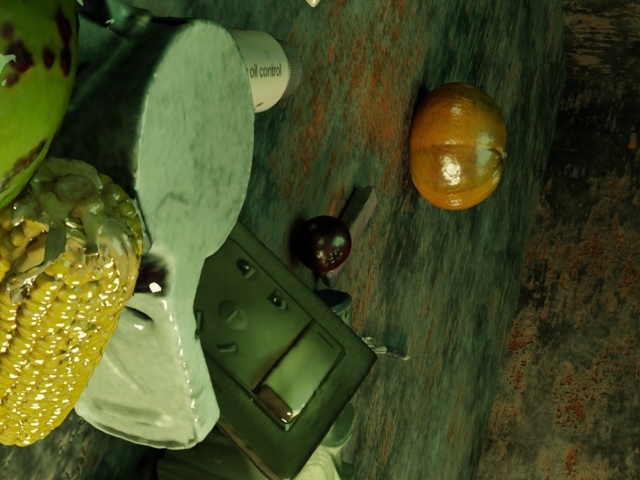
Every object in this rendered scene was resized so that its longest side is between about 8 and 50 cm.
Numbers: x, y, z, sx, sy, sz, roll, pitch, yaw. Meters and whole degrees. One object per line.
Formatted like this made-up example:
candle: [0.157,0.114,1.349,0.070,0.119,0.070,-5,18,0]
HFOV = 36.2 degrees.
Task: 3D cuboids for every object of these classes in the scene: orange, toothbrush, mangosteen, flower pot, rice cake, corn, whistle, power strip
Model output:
orange: [0.260,-0.174,1.818,0.240,0.171,0.240,7,90,-68]
toothbrush: [0.121,0.201,1.804,0.288,0.024,0.026,28,57,-67]
mangosteen: [0.001,0.002,1.343,0.081,0.081,0.081,8,90,-70]
flower pot: [-0.070,0.330,1.142,0.254,0.164,0.367,-38,132,-55]
rice cake: [0.041,-0.010,1.491,0.207,0.036,0.047,-61,141,-44]
corn: [-0.188,0.059,0.662,0.106,0.106,0.293,-63,-178,-42]
whistle: [-0.165,-0.007,0.755,0.188,0.168,0.405,-27,122,-66]
power strip: [-0.083,0.110,1.017,0.092,0.251,0.257,-52,176,31]

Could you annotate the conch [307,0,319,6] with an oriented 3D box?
conch: [-0.031,-0.381,1.077,0.158,0.127,0.255,-1,78,-28]

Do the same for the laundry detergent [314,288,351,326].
laundry detergent: [0.007,0.180,1.435,0.096,0.061,0.206,-38,133,-65]

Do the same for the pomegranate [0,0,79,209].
pomegranate: [-0.244,-0.063,0.488,0.286,0.231,0.231,-67,163,16]

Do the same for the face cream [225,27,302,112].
face cream: [-0.094,-0.171,0.996,0.311,0.092,0.092,-26,122,-67]
